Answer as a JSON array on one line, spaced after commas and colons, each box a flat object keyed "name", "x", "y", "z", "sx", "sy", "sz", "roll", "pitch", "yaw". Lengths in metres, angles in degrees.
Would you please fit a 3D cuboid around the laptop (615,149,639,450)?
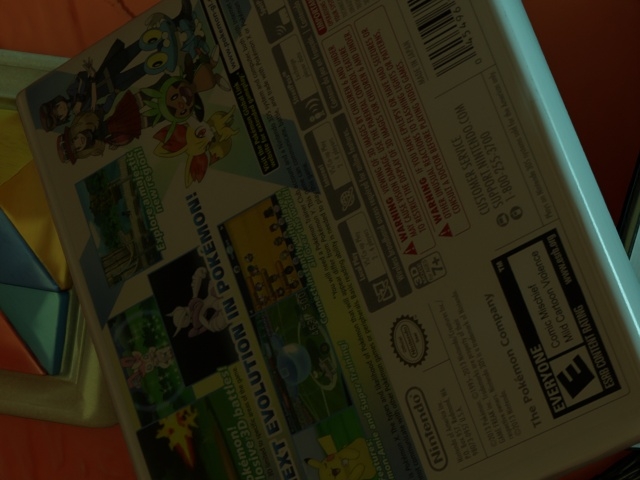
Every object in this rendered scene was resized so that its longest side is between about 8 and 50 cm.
[{"name": "laptop", "x": 0.369, "y": -0.033, "z": 1.023, "sx": 0.236, "sy": 0.408, "sz": 0.382, "roll": 18, "pitch": 94, "yaw": 35}]

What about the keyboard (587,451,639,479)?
[{"name": "keyboard", "x": 0.174, "y": 0.227, "z": 1.142, "sx": 0.317, "sy": 0.033, "sz": 0.201, "roll": -25, "pitch": 98, "yaw": 3}]

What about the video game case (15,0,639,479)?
[{"name": "video game case", "x": 0.000, "y": 0.000, "z": 0.992, "sx": 0.300, "sy": 0.036, "sz": 0.329, "roll": -28, "pitch": 72, "yaw": 26}]

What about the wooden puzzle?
[{"name": "wooden puzzle", "x": -0.220, "y": -0.008, "z": 1.140, "sx": 0.239, "sy": 0.044, "sz": 0.221, "roll": 8, "pitch": 93, "yaw": 2}]
